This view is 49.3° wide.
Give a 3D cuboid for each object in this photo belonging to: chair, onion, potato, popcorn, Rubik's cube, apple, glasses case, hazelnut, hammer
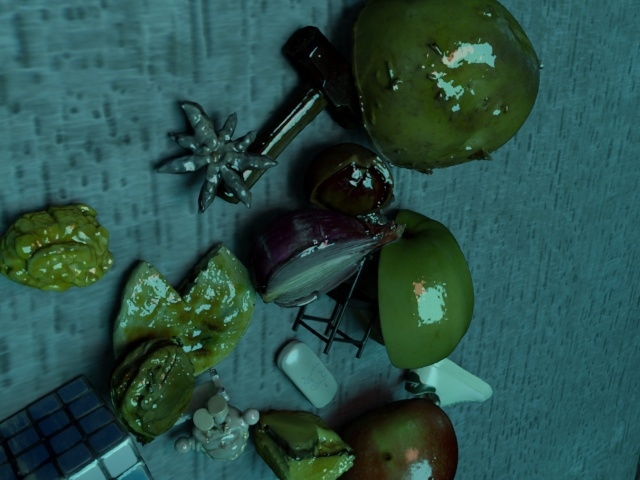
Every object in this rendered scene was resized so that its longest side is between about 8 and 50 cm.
[{"bbox_3d":[0.058,0.134,1.697,0.141,0.154,0.260,16,99,-44],"label":"chair"},{"bbox_3d":[0.000,0.000,1.532,0.348,0.159,0.267,-26,157,-6],"label":"onion"},{"bbox_3d":[0.297,-0.353,1.523,0.442,0.319,0.385,24,72,-48],"label":"potato"},{"bbox_3d":[-0.454,0.013,1.228,0.194,0.140,0.163,22,98,-45],"label":"popcorn"},{"bbox_3d":[-0.469,0.461,1.310,0.256,0.259,0.253,-31,126,-27],"label":"Rubik's cube"},{"bbox_3d":[0.243,0.120,1.771,0.311,0.320,0.360,-19,117,-16],"label":"apple"},{"bbox_3d":[-0.030,0.339,1.762,0.092,0.059,0.233,-45,129,-15],"label":"glasses case"},{"bbox_3d":[0.057,-0.129,1.547,0.201,0.160,0.170,-14,128,-41],"label":"hazelnut"},{"bbox_3d":[0.206,0.587,1.874,0.348,0.348,0.277,-14,79,-36],"label":"apple"},{"bbox_3d":[-0.072,-0.232,1.482,0.409,0.095,0.242,-51,132,-10],"label":"hammer"}]

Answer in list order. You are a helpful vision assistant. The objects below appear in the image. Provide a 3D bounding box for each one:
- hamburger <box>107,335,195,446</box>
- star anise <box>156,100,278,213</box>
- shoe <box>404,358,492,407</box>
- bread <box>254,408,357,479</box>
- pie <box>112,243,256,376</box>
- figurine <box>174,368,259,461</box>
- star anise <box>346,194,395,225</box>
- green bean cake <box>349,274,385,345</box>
[{"bbox_3d":[-0.331,0.285,1.370,0.183,0.130,0.206,-50,151,-34],"label":"hamburger"},{"bbox_3d":[-0.207,-0.163,1.365,0.229,0.093,0.236,-21,99,-9],"label":"star anise"},{"bbox_3d":[0.385,0.453,2.111,0.363,0.132,0.160,36,83,-38],"label":"shoe"},{"bbox_3d":[-0.061,0.515,1.723,0.262,0.204,0.162,22,104,-46],"label":"bread"},{"bbox_3d":[-0.282,0.167,1.471,0.337,0.075,0.337,-15,117,-31],"label":"pie"},{"bbox_3d":[-0.243,0.413,1.561,0.182,0.144,0.257,-40,143,-25],"label":"figurine"},{"bbox_3d":[0.114,-0.086,1.701,0.212,0.073,0.197,30,80,-39],"label":"star anise"},{"bbox_3d":[0.152,0.185,1.836,0.109,0.085,0.179,-46,129,-15],"label":"green bean cake"}]
